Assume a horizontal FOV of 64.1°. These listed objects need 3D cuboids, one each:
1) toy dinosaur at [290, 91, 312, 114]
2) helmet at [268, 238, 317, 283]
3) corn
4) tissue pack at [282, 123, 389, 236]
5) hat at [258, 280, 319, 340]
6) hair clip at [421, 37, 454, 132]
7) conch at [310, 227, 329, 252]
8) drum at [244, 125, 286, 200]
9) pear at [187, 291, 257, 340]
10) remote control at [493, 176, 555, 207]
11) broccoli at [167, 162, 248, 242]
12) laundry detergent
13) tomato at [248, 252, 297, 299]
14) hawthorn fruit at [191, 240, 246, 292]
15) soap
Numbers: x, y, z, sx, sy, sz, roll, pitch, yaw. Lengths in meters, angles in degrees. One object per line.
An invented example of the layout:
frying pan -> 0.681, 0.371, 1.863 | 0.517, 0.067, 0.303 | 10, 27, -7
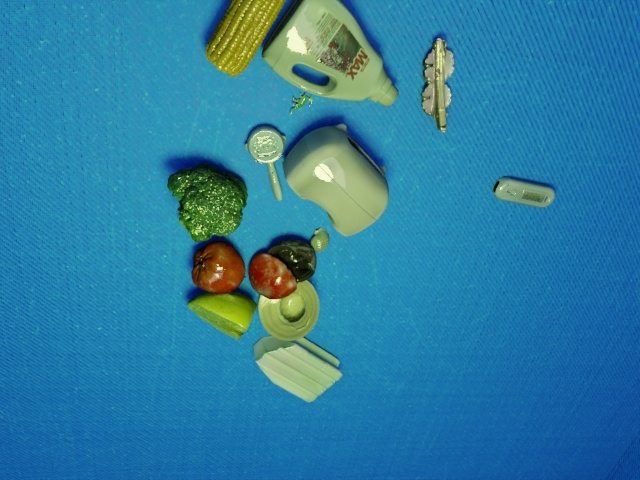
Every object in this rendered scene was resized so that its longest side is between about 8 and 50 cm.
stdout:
toy dinosaur -> -0.059, -0.420, 1.577 | 0.062, 0.021, 0.083 | 5, 120, -28
helmet -> -0.085, 0.055, 1.813 | 0.177, 0.107, 0.153 | 39, 140, -6
corn -> -0.187, -0.609, 1.373 | 0.131, 0.131, 0.344 | 26, 112, -24
tissue pack -> 0.065, -0.196, 1.612 | 0.236, 0.229, 0.333 | -40, 121, 17
hat -> -0.102, 0.250, 1.924 | 0.252, 0.252, 0.110 | -37, 161, 13
hair clip -> 0.365, -0.476, 1.589 | 0.106, 0.084, 0.292 | -8, 118, 0
conch -> 0.001, 0.003, 1.832 | 0.076, 0.057, 0.085 | -8, 124, -21
drum -> -0.180, -0.244, 1.645 | 0.130, 0.049, 0.253 | 0, 121, -11
pear -> -0.359, 0.245, 1.858 | 0.239, 0.139, 0.288 | 21, 158, -7
remote control -> 0.744, -0.173, 1.861 | 0.244, 0.047, 0.087 | 9, 123, -14
broccoli -> -0.359, -0.115, 1.619 | 0.269, 0.269, 0.254 | -20, 80, 2
laundry detergent -> 0.055, -0.513, 1.482 | 0.397, 0.125, 0.264 | 31, 111, -28
tomato -> -0.182, 0.142, 1.809 | 0.189, 0.099, 0.173 | 51, 142, -15
hawthorn fruit -> -0.338, 0.101, 1.762 | 0.202, 0.185, 0.185 | 29, 113, -40
soap -> -0.102, 0.505, 2.088 | 0.347, 0.115, 0.208 | 37, 108, -27
